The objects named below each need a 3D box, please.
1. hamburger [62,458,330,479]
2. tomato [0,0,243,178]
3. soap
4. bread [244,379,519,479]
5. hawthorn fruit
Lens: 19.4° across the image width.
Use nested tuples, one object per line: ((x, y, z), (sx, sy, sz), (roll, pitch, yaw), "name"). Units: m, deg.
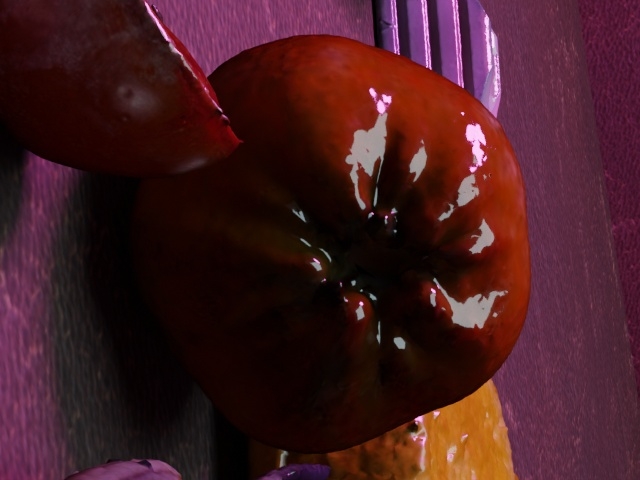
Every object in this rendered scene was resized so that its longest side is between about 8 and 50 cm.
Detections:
((-0.048, 0.253, 0.754), (0.277, 0.195, 0.318), (-20, 101, -71), "hamburger")
((-0.113, -0.089, 0.852), (0.159, 0.091, 0.139), (60, 0, 15), "tomato")
((0.103, -0.162, 1.613), (0.056, 0.100, 0.149), (29, 56, -71), "soap")
((0.037, 0.157, 1.184), (0.268, 0.146, 0.268), (-10, 90, -72), "bread")
((0.000, 0.000, 1.035), (0.261, 0.224, 0.224), (-148, -130, -81), "hawthorn fruit")
